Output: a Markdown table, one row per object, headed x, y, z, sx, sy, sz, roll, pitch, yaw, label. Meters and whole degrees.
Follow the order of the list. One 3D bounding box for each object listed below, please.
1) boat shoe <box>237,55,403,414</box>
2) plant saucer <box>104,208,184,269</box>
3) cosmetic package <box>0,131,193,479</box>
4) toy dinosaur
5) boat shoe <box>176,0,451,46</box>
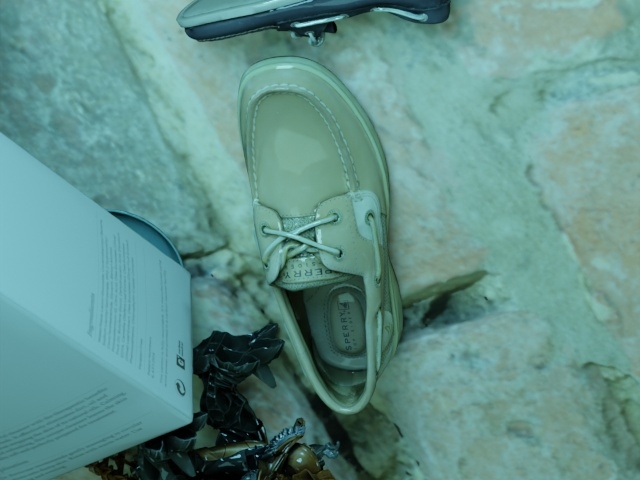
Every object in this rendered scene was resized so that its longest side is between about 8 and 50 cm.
| x | y | z | sx | sy | sz | roll | pitch | yaw | label |
| --- | --- | --- | --- | --- | --- | --- | --- | --- | --- |
| 0.000 | 0.000 | 1.504 | 0.109 | 0.098 | 0.302 | -4 | 123 | 14 | boat shoe |
| -0.169 | 0.019 | 1.598 | 0.119 | 0.021 | 0.119 | 6 | 124 | 8 | plant saucer |
| -0.277 | 0.036 | 1.446 | 0.197 | 0.155 | 0.365 | -22 | 139 | 24 | cosmetic package |
| -0.088 | 0.209 | 1.624 | 0.322 | 0.164 | 0.218 | -6 | 123 | 17 | toy dinosaur |
| -0.004 | -0.168 | 1.406 | 0.206 | 0.075 | 0.065 | -12 | 118 | 13 | boat shoe |
